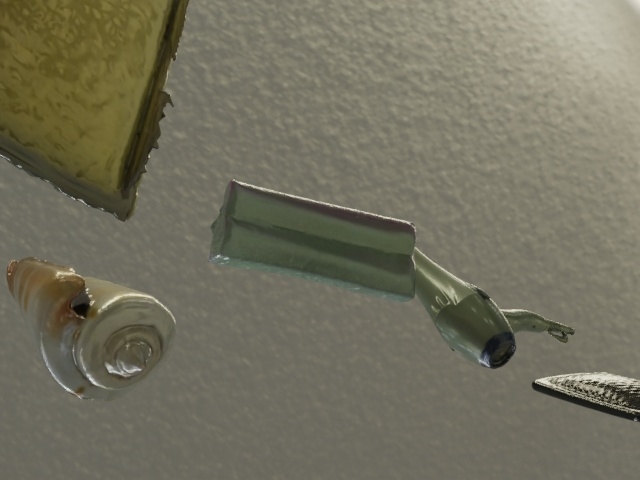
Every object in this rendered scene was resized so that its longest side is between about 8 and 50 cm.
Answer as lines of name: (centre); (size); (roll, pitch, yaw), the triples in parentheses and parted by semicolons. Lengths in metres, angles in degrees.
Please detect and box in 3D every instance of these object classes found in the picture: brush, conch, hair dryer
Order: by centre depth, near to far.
brush: (0.196, 0.092, 0.640); (0.063, 0.193, 0.016); (-4, -81, -31)
hair dryer: (0.167, 0.059, 1.253); (0.199, 0.167, 0.067); (-7, -47, -54)
conch: (-0.261, 0.099, 1.289); (0.158, 0.255, 0.127); (23, -97, -37)

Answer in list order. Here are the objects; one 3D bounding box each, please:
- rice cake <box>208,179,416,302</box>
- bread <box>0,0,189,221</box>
rice cake: (-0.001, 0.001, 1.114); (0.221, 0.042, 0.080); (13, -105, -31)
bread: (-0.226, -0.285, 0.923); (0.345, 0.242, 0.405); (20, -56, -19)
